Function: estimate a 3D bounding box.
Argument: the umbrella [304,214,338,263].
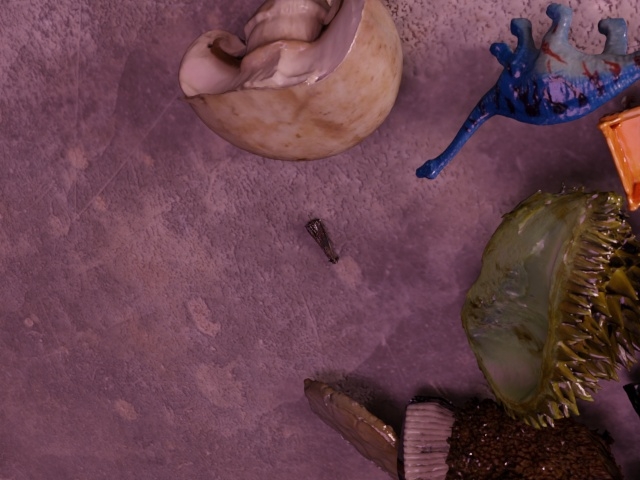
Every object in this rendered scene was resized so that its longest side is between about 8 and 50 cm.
[{"bbox_3d":[0.001,-0.001,0.960,0.031,0.020,0.083,-21,112,34],"label":"umbrella"}]

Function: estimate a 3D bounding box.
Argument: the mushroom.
[{"bbox_3d":[-0.020,-0.193,0.782,0.253,0.195,0.189,-7,147,22],"label":"mushroom"}]

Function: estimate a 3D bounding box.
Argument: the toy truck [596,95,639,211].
[{"bbox_3d":[0.412,-0.125,0.618,0.270,0.135,0.114,-18,107,32],"label":"toy truck"}]

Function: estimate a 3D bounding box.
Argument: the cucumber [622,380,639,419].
[{"bbox_3d":[0.480,0.296,0.804,0.081,0.072,0.303,-39,73,37],"label":"cucumber"}]

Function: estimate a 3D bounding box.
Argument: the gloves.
[{"bbox_3d":[0.249,0.310,0.898,0.312,0.210,0.135,-9,131,31],"label":"gloves"}]

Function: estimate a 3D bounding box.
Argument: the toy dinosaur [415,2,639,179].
[{"bbox_3d":[0.232,-0.171,0.670,0.329,0.076,0.144,-16,68,33],"label":"toy dinosaur"}]

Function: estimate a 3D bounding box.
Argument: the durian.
[{"bbox_3d":[0.283,0.080,0.786,0.198,0.163,0.394,55,160,36],"label":"durian"}]

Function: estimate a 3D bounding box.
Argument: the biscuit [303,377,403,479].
[{"bbox_3d":[0.087,0.316,1.049,0.290,0.038,0.141,42,154,0],"label":"biscuit"}]
